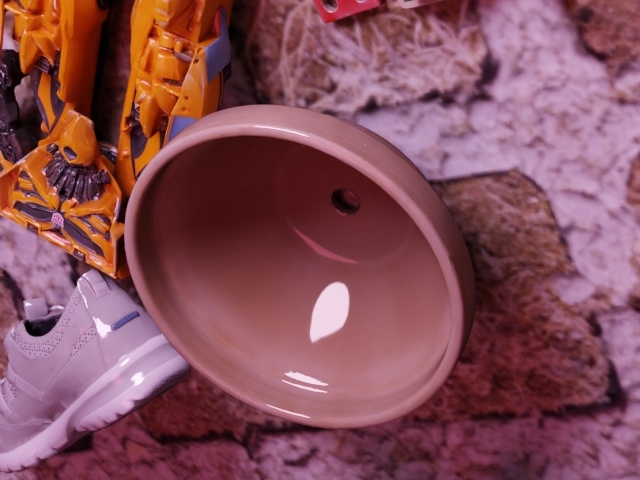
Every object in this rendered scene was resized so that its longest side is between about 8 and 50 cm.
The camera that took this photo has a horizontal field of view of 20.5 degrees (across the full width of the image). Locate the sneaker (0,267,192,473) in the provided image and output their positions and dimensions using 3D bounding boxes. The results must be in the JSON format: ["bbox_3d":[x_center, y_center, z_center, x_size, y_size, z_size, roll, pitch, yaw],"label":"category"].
[{"bbox_3d":[-0.200,0.097,1.375,0.281,0.105,0.115,-31,88,48],"label":"sneaker"}]

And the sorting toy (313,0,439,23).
[{"bbox_3d":[0.064,-0.200,1.031,0.274,0.046,0.132,-9,115,37],"label":"sorting toy"}]

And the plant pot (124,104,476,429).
[{"bbox_3d":[0.000,0.000,1.161,0.237,0.110,0.237,15,129,19],"label":"plant pot"}]

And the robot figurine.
[{"bbox_3d":[-0.152,-0.096,1.216,0.211,0.085,0.291,27,131,15],"label":"robot figurine"}]
